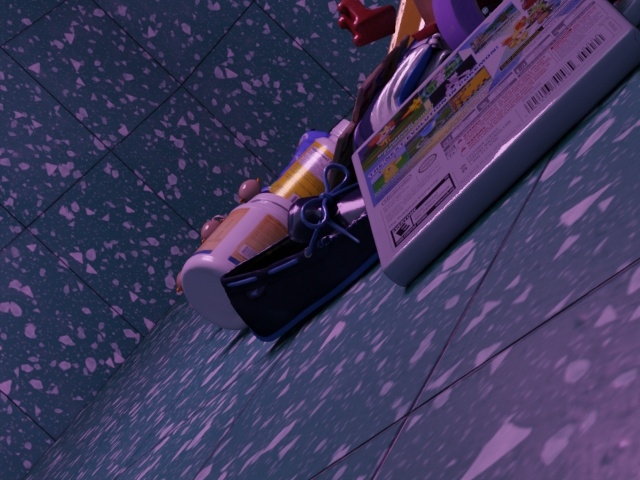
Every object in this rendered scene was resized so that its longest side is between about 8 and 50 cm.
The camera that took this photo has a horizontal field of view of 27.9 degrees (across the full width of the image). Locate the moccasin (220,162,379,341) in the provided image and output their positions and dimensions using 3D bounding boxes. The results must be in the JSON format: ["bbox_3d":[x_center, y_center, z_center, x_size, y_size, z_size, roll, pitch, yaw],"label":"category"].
[{"bbox_3d":[0.000,0.000,1.568,0.342,0.117,0.138,-41,7,26],"label":"moccasin"}]

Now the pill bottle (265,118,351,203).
[{"bbox_3d":[0.005,-0.102,2.238,0.208,0.119,0.119,-46,6,-4],"label":"pill bottle"}]

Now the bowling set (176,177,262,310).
[{"bbox_3d":[-0.185,0.038,2.455,0.287,0.154,0.200,-49,7,-29],"label":"bowling set"}]

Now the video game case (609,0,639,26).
[{"bbox_3d":[0.323,-0.249,1.423,0.201,0.023,0.183,-49,6,-24],"label":"video game case"}]

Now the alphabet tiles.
[{"bbox_3d":[0.072,-0.157,2.015,0.342,0.011,0.285,-53,-19,-54],"label":"alphabet tiles"}]

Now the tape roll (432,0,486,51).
[{"bbox_3d":[0.239,-0.308,1.608,0.189,0.189,0.080,-47,6,-9],"label":"tape roll"}]

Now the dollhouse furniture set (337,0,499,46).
[{"bbox_3d":[0.122,-0.387,1.816,0.152,0.201,0.374,-30,8,-15],"label":"dollhouse furniture set"}]

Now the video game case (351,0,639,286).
[{"bbox_3d":[0.169,-0.135,1.333,0.329,0.036,0.300,-45,22,16],"label":"video game case"}]

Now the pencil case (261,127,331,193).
[{"bbox_3d":[-0.036,-0.117,2.614,0.133,0.119,0.306,-62,-4,36],"label":"pencil case"}]

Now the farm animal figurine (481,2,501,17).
[{"bbox_3d":[0.377,-0.553,2.374,0.330,0.172,0.327,-49,7,-25],"label":"farm animal figurine"}]

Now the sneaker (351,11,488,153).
[{"bbox_3d":[0.180,-0.238,1.813,0.323,0.130,0.236,-51,5,-20],"label":"sneaker"}]

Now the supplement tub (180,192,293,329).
[{"bbox_3d":[-0.114,0.031,2.054,0.144,0.144,0.200,-39,9,50],"label":"supplement tub"}]

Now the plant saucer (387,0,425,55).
[{"bbox_3d":[0.197,-0.403,2.325,0.333,0.081,0.333,-176,101,-80],"label":"plant saucer"}]

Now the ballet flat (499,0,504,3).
[{"bbox_3d":[0.371,-0.440,2.101,0.342,0.116,0.124,-30,36,57],"label":"ballet flat"}]
